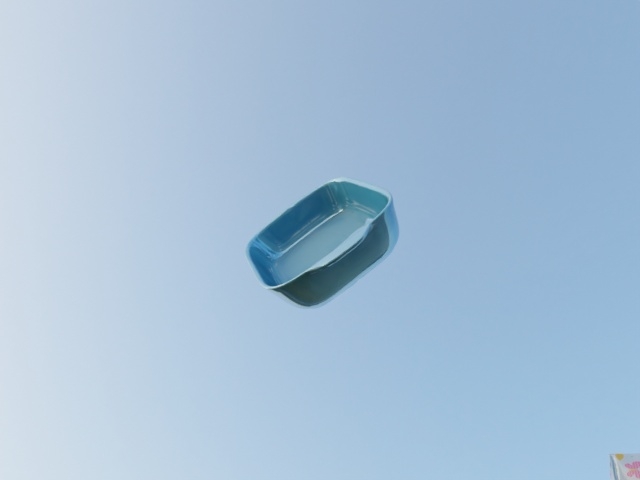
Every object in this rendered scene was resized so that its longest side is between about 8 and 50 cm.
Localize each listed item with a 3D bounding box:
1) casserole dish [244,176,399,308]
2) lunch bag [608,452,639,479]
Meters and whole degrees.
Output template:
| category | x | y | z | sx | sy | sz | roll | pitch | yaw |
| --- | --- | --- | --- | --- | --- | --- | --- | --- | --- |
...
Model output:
| category | x | y | z | sx | sy | sz | roll | pitch | yaw |
| --- | --- | --- | --- | --- | --- | --- | --- | --- | --- |
| casserole dish | 0.000 | 0.000 | 0.458 | 0.114 | 0.188 | 0.037 | -38 | -72 | -5 |
| lunch bag | 0.287 | 0.228 | 0.488 | 0.071 | 0.083 | 0.053 | -10 | -47 | 21 |
